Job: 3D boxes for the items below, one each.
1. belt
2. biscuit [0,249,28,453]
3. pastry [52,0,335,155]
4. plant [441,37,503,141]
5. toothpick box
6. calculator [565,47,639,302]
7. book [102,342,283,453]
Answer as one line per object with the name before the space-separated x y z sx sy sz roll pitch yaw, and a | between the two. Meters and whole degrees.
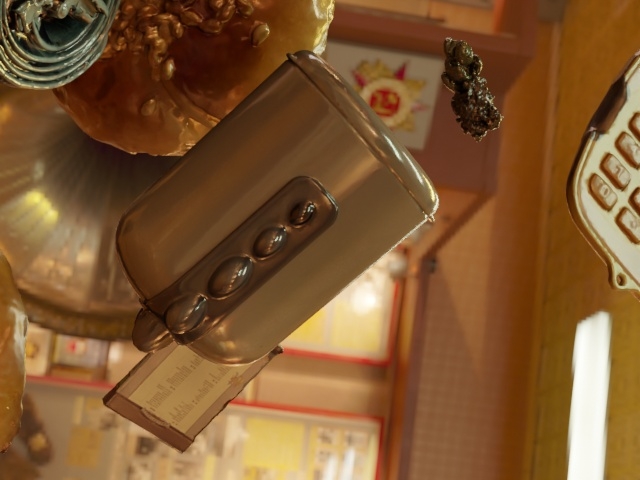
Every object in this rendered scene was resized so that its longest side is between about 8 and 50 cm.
belt | -0.281 -0.252 1.203 0.206 0.116 0.267 -68 164 5
biscuit | -0.454 0.131 1.441 0.296 0.102 0.296 -5 -97 45
pastry | -0.175 -0.298 1.454 0.245 0.410 0.409 17 79 -61
plant | 0.236 -0.243 1.953 0.085 0.087 0.174 -7 -73 47
toothpick box | -0.060 -0.010 1.185 0.316 0.229 0.229 -41 -171 2
calculator | 0.243 -0.052 0.809 0.236 0.157 0.033 -51 -163 -29
book | -0.187 0.195 1.795 0.231 0.157 0.026 -46 -152 10
